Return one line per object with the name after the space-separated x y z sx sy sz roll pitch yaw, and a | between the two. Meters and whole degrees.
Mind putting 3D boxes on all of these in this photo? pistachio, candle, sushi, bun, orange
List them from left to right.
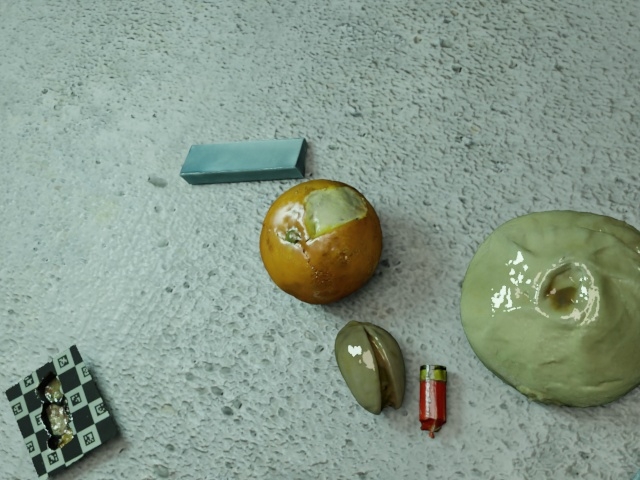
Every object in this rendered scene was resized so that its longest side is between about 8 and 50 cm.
-0.521 0.352 1.698 0.192 0.050 0.215 -34 69 6 | sushi
0.000 0.000 1.578 0.240 0.240 0.240 -6 68 15 | orange
0.092 0.229 1.525 0.125 0.124 0.184 -20 71 9 | pistachio
0.203 0.291 1.497 0.052 0.052 0.130 -3 70 16 | candle
0.418 0.100 1.423 0.364 0.202 0.364 -6 70 17 | bun

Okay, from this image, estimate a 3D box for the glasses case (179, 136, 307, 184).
-0.163 -0.166 1.795 0.266 0.056 0.105 -2 45 17 | glasses case

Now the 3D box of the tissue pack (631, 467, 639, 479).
0.664 0.347 1.303 0.228 0.103 0.315 35 82 27 | tissue pack
